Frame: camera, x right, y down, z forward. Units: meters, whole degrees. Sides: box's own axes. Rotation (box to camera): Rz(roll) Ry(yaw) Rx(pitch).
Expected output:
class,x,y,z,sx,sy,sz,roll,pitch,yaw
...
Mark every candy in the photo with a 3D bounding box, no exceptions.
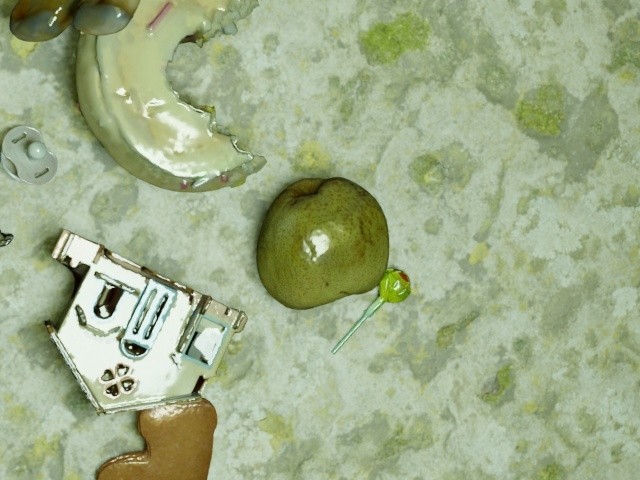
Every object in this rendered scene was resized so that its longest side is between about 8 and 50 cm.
class,x,y,z,sx,sy,sz,roll,pitch,yaw
candy,0.087,0.129,1.816,0.194,0.062,0.058,-46,149,-4

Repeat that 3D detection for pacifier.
class,x,y,z,sx,sy,sz,roll,pitch,yaw
pacifier,-0.456,-0.134,1.603,0.081,0.078,0.099,-39,104,-32

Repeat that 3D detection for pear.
class,x,y,z,sx,sy,sz,roll,pitch,yaw
pear,0.000,0.000,1.704,0.229,0.188,0.211,-17,99,-16

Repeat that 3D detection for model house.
class,x,y,z,sx,sy,sz,roll,pitch,yaw
model house,-0.311,0.154,1.614,0.326,0.169,0.244,28,84,-18

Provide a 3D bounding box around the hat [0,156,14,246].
class,x,y,z,sx,sy,sz,roll,pitch,yaw
hat,-0.553,-0.047,1.574,0.140,0.129,0.227,10,69,3

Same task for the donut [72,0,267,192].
class,x,y,z,sx,sy,sz,roll,pitch,yaw
donut,-0.241,-0.261,1.638,0.308,0.150,0.370,-1,91,-18

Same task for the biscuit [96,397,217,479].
class,x,y,z,sx,sy,sz,roll,pitch,yaw
biscuit,-0.268,0.349,1.677,0.186,0.036,0.192,6,103,-20

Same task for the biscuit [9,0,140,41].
class,x,y,z,sx,sy,sz,roll,pitch,yaw
biscuit,-0.340,-0.428,1.551,0.062,0.237,0.290,44,54,-51
